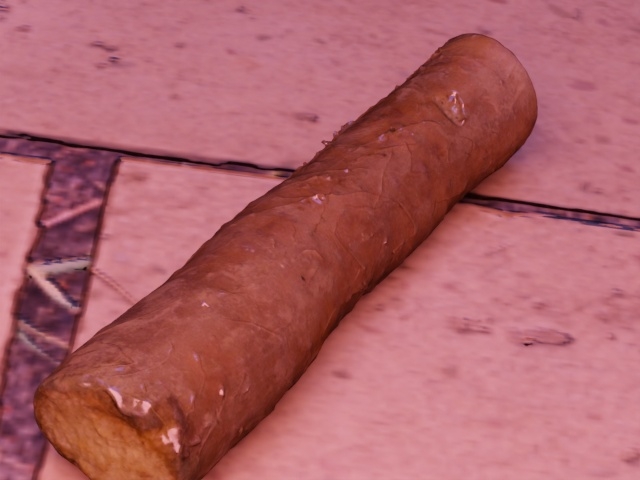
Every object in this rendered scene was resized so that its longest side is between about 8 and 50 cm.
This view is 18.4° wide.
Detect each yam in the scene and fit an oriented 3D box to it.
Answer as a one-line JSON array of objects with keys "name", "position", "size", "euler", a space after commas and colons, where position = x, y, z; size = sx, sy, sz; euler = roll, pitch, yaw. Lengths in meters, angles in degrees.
[{"name": "yam", "position": [0.000, 0.000, 0.782], "size": [0.066, 0.066, 0.300], "euler": [25, 41, 20]}]
